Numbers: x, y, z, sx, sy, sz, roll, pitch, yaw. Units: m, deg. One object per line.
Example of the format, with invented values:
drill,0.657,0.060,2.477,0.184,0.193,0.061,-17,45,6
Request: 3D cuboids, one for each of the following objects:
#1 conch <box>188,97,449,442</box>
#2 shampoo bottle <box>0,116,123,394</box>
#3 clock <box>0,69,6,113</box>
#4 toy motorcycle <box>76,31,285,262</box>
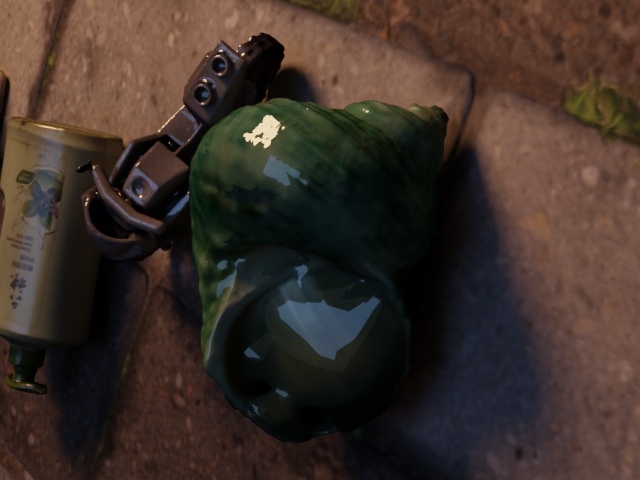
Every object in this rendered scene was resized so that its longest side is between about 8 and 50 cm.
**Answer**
conch,0.002,-0.003,0.692,0.196,0.134,0.202,41,115,-6
shampoo bottle,-0.239,0.016,0.951,0.118,0.087,0.234,15,97,41
clock,-0.412,-0.124,1.145,0.192,0.071,0.147,16,97,44
toy motorcycle,-0.107,-0.063,0.809,0.080,0.122,0.215,41,116,10
